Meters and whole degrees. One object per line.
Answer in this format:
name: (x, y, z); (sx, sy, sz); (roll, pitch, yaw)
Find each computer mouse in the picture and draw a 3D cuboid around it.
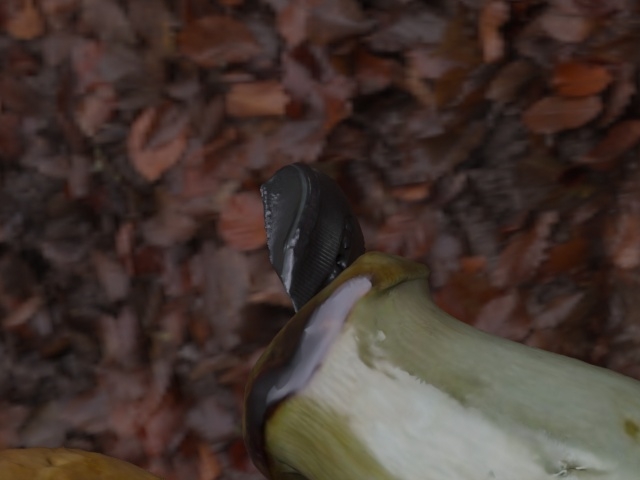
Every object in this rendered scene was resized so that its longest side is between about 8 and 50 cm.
computer mouse: (0.000, 0.000, 1.177); (0.047, 0.079, 0.135); (-26, 41, 24)

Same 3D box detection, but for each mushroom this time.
mushroom: (0.129, 0.109, 0.668); (0.333, 0.087, 0.107); (24, 120, 3)

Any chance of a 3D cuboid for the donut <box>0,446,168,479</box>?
donut: (-0.121, 0.226, 0.595); (0.150, 0.317, 0.299); (-2, 114, 34)
